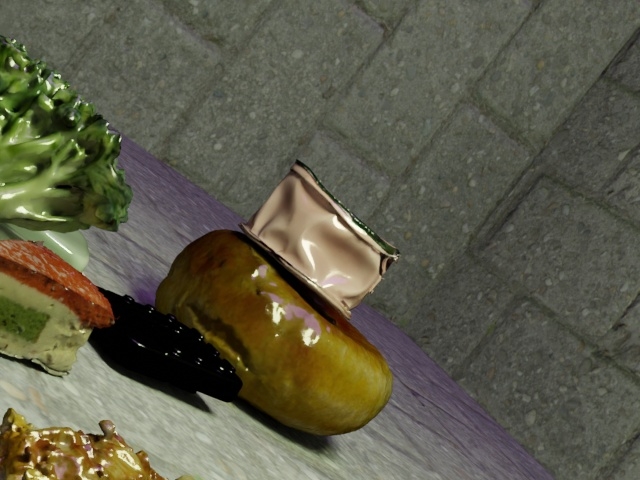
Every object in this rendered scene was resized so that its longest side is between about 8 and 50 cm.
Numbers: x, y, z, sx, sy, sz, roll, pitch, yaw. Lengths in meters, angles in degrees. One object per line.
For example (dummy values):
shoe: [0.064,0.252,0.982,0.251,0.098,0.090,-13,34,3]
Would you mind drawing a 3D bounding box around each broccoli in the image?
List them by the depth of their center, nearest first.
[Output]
broccoli: [-0.345,-0.070,1.331,0.288,0.245,0.248,10,-42,28]

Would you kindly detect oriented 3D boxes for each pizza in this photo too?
pizza: [-0.154,0.178,0.974,0.134,0.056,0.271,50,9,32]

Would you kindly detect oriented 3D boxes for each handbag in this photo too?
handbag: [0.001,-0.001,1.754,0.205,0.116,0.179,41,0,34]

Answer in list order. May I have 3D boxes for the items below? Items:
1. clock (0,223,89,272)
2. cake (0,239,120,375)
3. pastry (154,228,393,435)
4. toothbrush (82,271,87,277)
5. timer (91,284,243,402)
clock: [-0.349,-0.022,1.532,0.191,0.062,0.151,36,5,-17]
cake: [-0.254,0.063,1.201,0.117,0.086,0.220,36,2,3]
pastry: [-0.060,0.128,1.785,0.356,0.164,0.356,41,-1,1]
toothbrush: [-0.324,0.011,1.675,0.030,0.025,0.307,26,9,-31]
timer: [-0.182,0.119,1.513,0.187,0.055,0.144,29,7,-45]
